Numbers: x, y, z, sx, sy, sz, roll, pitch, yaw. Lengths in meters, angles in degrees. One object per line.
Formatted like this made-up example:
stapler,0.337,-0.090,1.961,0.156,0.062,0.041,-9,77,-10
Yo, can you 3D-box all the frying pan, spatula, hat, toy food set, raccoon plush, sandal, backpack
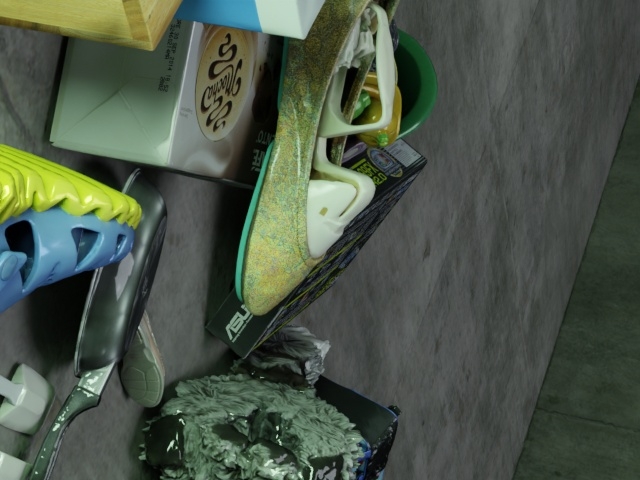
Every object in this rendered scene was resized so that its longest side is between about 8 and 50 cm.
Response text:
frying pan,-0.195,0.085,1.530,0.197,0.053,0.326,106,0,-58
spatula,-0.292,0.170,1.439,0.168,0.019,0.242,-68,159,-13
hat,0.042,-0.146,2.050,0.208,0.173,0.183,-38,163,-26
toy food set,-0.010,-0.097,1.802,0.128,0.218,0.071,83,-12,-56
raccoon plush,-0.065,0.305,1.909,0.446,0.216,0.299,-31,138,-66
sandal,-0.249,0.000,1.324,0.317,0.126,0.138,4,106,-65
backpack,0.004,0.263,2.148,0.117,0.158,0.173,-46,155,-45

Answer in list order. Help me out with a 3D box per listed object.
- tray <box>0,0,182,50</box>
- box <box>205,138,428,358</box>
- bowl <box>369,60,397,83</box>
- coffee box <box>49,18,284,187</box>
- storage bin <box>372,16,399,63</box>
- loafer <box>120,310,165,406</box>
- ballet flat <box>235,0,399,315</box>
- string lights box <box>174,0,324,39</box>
tray,-0.140,-0.319,1.299,0.076,0.203,0.411,79,29,-49
box,0.000,0.000,1.961,0.216,0.060,0.270,-53,173,27
bowl,-0.007,-0.190,1.898,0.080,0.170,0.170,-45,-174,39
coffee box,-0.119,-0.143,1.592,0.297,0.119,0.168,12,89,-71
storage bin,-0.007,-0.260,1.759,0.084,0.122,0.180,2,70,-72
loafer,-0.174,0.109,1.701,0.039,0.045,0.125,-69,157,-45
ballet flat,0.005,-0.092,1.616,0.123,0.123,0.348,3,99,-71
string lights box,-0.114,-0.243,1.330,0.077,0.260,0.133,78,30,-48
